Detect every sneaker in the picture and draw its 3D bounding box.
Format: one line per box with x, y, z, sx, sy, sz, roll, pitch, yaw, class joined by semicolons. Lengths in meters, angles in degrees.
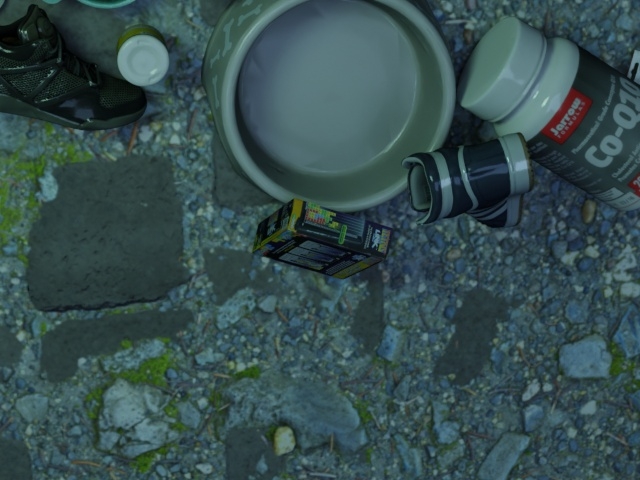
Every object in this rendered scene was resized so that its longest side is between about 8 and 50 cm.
-0.319;-0.214;1.587;0.228;0.087;0.130;11;129;-19;sneaker
0.186;-0.065;1.668;0.153;0.282;0.099;-14;78;-1;sneaker

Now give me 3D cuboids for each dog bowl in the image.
0.018;-0.193;1.666;0.349;0.102;0.348;-3;110;-9;dog bowl

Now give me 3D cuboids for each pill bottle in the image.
0.335;-0.170;1.695;0.283;0.161;0.161;28;103;-18;pill bottle
-0.224;-0.237;1.600;0.065;0.116;0.065;-3;110;-8;pill bottle

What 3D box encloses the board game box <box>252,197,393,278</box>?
0.000;0.000;1.698;0.141;0.170;0.048;16;75;-16;board game box

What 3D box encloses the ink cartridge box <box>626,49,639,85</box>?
0.477;-0.229;1.770;0.115;0.029;0.062;10;108;-12;ink cartridge box

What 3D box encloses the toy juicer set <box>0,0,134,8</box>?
-0.269;-0.389;1.552;0.329;0.089;0.209;-7;111;-7;toy juicer set
